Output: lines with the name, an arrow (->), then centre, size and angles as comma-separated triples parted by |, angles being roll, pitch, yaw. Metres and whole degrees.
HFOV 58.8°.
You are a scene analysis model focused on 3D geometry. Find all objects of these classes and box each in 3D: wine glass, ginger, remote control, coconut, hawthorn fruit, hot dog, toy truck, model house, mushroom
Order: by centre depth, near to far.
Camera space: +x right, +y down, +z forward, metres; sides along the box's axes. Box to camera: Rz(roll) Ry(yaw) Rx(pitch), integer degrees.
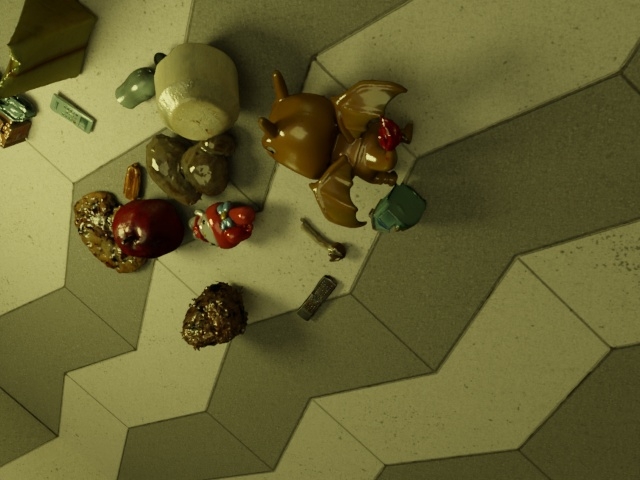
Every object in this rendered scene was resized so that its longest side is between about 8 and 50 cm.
coconut -> -0.346, -0.425, 1.595 | 0.237, 0.266, 0.237 | -6, 153, -3
model house -> 0.201, -0.072, 1.629 | 0.119, 0.148, 0.148 | 43, 138, -10
wine glass -> -0.531, -0.479, 1.720 | 0.202, 0.093, 0.093 | -26, 106, 29
ginger -> -0.392, -0.234, 1.780 | 0.304, 0.155, 0.245 | -9, 107, 18
mushroom -> 0.000, 0.000, 1.796 | 0.187, 0.061, 0.060 | 37, 131, 5
hawthorn fruit -> -0.597, -0.036, 1.903 | 0.230, 0.266, 0.210 | 12, 103, 12
remote control -> -0.838, -0.429, 1.916 | 0.162, 0.029, 0.061 | 35, 127, -5
remote control -> -0.014, 0.197, 1.930 | 0.059, 0.028, 0.212 | 38, 125, 3
toy truck -> -1.160, -0.492, 1.956 | 0.338, 0.133, 0.184 | 41, 115, -7
hot dog -> -0.647, -0.202, 1.960 | 0.062, 0.038, 0.144 | 26, 122, 10

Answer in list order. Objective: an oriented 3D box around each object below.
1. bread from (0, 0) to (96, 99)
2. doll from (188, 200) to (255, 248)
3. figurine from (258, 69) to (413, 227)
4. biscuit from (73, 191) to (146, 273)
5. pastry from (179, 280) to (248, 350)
bread -> -0.861, -0.580, 1.638 | 0.245, 0.362, 0.233 | 36, 126, -3
doll -> -0.315, -0.049, 1.851 | 0.290, 0.130, 0.161 | -3, 111, 40
figurine -> 0.043, -0.281, 1.490 | 0.387, 0.268, 0.401 | 17, 131, 0
biscuit -> -0.778, -0.020, 2.095 | 0.289, 0.081, 0.334 | -11, 114, 29
pastry -> -0.362, 0.277, 1.982 | 0.193, 0.275, 0.275 | 33, 128, -24
